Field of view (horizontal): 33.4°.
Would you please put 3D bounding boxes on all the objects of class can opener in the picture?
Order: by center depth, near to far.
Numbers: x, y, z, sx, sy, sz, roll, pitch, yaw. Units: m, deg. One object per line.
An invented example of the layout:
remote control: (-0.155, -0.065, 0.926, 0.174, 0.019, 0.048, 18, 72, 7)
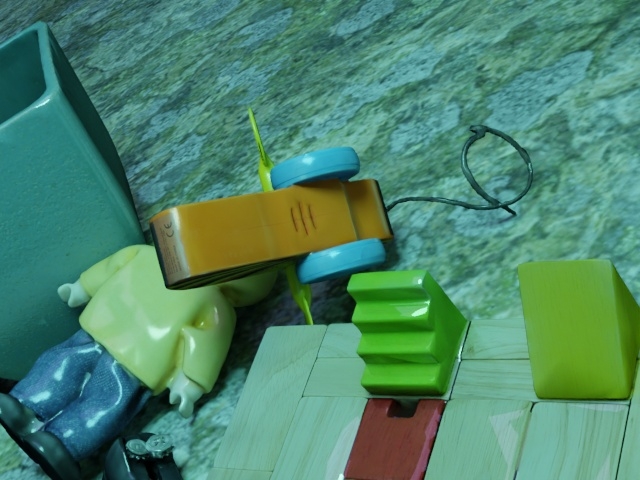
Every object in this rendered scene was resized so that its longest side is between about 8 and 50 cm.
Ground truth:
can opener: (-0.112, 0.198, 0.758, 0.059, 0.073, 0.186, -1, 22, -27)

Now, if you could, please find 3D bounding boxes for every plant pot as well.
plant pot: (-0.290, -0.016, 1.023, 0.247, 0.252, 0.247, -32, 31, 0)

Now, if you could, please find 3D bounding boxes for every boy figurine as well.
boy figurine: (-0.148, 0.072, 0.908, 0.177, 0.092, 0.285, 31, 62, 28)

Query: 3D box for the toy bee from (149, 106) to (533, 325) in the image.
toy bee: (0.000, 0.000, 0.863, 0.162, 0.298, 0.195, 149, 127, -65)

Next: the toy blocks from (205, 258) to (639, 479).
toy blocks: (0.064, 0.174, 0.531, 0.381, 0.191, 0.261, -5, 51, 38)
